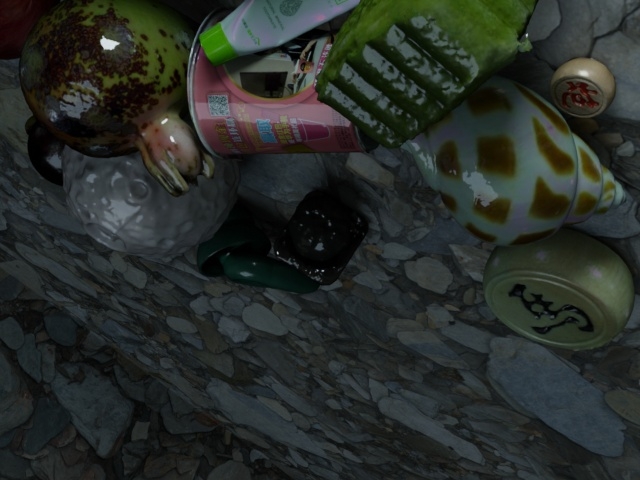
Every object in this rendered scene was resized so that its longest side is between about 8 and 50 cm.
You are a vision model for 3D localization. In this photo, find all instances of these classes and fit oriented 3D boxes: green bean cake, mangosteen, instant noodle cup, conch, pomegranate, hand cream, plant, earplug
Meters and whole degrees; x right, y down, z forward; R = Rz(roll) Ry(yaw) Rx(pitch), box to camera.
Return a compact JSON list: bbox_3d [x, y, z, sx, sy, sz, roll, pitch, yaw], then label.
[{"bbox_3d":[0.128,-0.260,0.929,0.156,0.249,0.247,38,147,-13],"label":"green bean cake"},{"bbox_3d":[-0.521,-0.211,1.696,0.210,0.209,0.209,23,150,15],"label":"mangosteen"},{"bbox_3d":[-0.034,-0.224,1.195,0.255,0.243,0.244,10,145,22],"label":"instant noodle cup"},{"bbox_3d":[0.254,-0.114,1.110,0.368,0.249,0.197,34,120,-32],"label":"conch"},{"bbox_3d":[-0.292,-0.213,1.239,0.340,0.285,0.285,55,151,6],"label":"pomegranate"},{"bbox_3d":[-0.031,-0.315,1.074,0.275,0.050,0.079,-24,156,10],"label":"hand cream"},{"bbox_3d":[0.000,0.000,1.556,0.142,0.164,0.256,32,166,6],"label":"plant"},{"bbox_3d":[-0.143,0.019,1.734,0.280,0.258,0.164,59,155,16],"label":"earplug"}]

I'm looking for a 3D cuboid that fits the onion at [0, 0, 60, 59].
[{"bbox_3d":[-0.504,-0.463,1.233,0.347,0.286,0.347,157,90,-89],"label":"onion"}]

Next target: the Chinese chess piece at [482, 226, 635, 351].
[{"bbox_3d":[0.401,0.084,1.361,0.250,0.101,0.250,22,150,14],"label":"Chinese chess piece"}]

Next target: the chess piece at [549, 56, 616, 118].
[{"bbox_3d":[0.342,-0.199,1.045,0.084,0.038,0.083,22,148,15],"label":"chess piece"}]

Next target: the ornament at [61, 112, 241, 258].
[{"bbox_3d":[-0.322,-0.121,1.512,0.337,0.337,0.337,23,150,15],"label":"ornament"}]
